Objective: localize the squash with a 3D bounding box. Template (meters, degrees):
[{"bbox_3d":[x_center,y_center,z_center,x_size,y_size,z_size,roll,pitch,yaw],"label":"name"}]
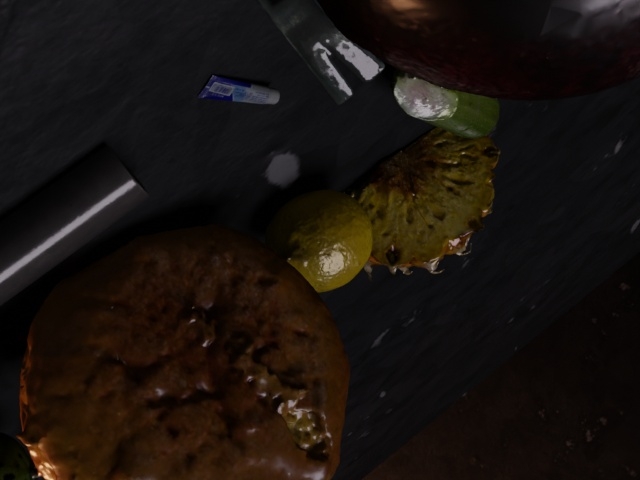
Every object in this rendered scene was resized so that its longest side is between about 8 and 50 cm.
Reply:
[{"bbox_3d":[0.137,-0.149,1.076,0.069,0.069,0.239,-46,160,16],"label":"squash"}]

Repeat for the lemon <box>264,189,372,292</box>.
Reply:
[{"bbox_3d":[0.000,0.000,1.090,0.133,0.109,0.109,-28,158,-44],"label":"lemon"}]

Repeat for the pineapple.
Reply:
[{"bbox_3d":[0.122,-0.020,1.232,0.250,0.140,0.164,-35,161,-22],"label":"pineapple"}]

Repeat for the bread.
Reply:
[{"bbox_3d":[-0.121,0.143,0.946,0.312,0.312,0.172,-29,174,-27],"label":"bread"}]

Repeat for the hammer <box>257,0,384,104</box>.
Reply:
[{"bbox_3d":[-0.003,-0.164,0.727,0.041,0.159,0.226,-37,174,12],"label":"hammer"}]

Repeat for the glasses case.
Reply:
[{"bbox_3d":[-0.224,0.003,0.806,0.190,0.042,0.072,-37,167,-8],"label":"glasses case"}]

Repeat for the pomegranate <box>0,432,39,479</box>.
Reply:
[{"bbox_3d":[-0.351,0.251,1.011,0.161,0.122,0.122,-15,163,11],"label":"pomegranate"}]

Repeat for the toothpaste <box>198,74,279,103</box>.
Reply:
[{"bbox_3d":[-0.066,-0.125,0.853,0.083,0.015,0.024,-3,140,-50],"label":"toothpaste"}]

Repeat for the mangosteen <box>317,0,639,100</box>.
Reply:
[{"bbox_3d":[0.114,-0.226,0.593,0.307,0.307,0.347,-37,-177,-7],"label":"mangosteen"}]
